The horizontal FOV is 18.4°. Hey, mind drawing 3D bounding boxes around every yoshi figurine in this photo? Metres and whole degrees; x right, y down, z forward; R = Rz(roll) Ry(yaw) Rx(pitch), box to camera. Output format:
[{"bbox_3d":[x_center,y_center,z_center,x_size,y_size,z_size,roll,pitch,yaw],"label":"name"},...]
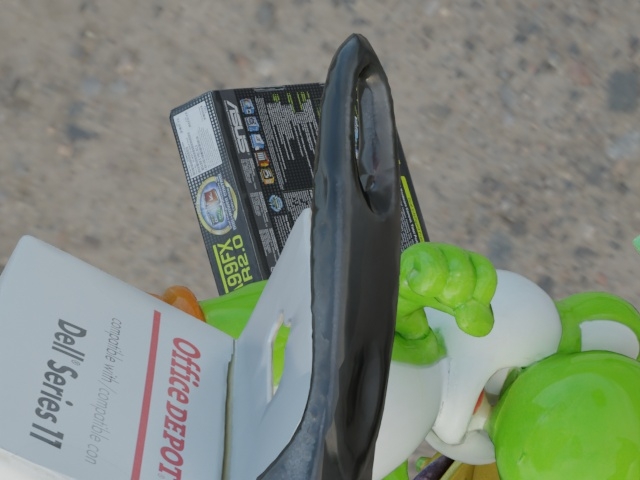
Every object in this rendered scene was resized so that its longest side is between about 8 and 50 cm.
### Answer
[{"bbox_3d":[0.059,0.103,1.083,0.203,0.362,0.203,-35,66,55],"label":"yoshi figurine"}]

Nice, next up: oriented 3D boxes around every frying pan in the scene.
[{"bbox_3d":[-0.014,0.122,0.544,0.053,0.197,0.326,-9,100,37],"label":"frying pan"}]

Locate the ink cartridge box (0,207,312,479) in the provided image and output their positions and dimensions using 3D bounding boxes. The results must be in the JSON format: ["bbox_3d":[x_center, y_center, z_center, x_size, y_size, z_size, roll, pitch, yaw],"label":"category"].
[{"bbox_3d":[-0.131,0.140,0.842,0.119,0.207,0.353,26,108,-11],"label":"ink cartridge box"}]

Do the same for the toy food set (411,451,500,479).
[{"bbox_3d":[0.047,0.202,1.295,0.071,0.128,0.218,24,55,29],"label":"toy food set"}]

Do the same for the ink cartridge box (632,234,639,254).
[{"bbox_3d":[0.431,0.098,1.835,0.115,0.198,0.273,-37,55,4],"label":"ink cartridge box"}]

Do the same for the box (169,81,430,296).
[{"bbox_3d":[0.000,0.000,1.693,0.060,0.216,0.270,-22,81,43],"label":"box"}]
